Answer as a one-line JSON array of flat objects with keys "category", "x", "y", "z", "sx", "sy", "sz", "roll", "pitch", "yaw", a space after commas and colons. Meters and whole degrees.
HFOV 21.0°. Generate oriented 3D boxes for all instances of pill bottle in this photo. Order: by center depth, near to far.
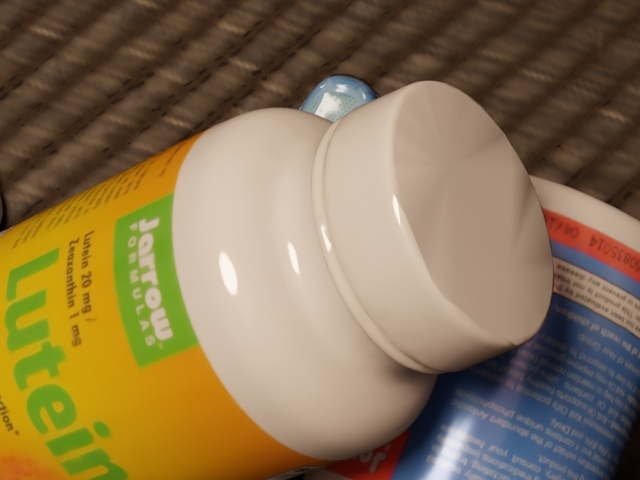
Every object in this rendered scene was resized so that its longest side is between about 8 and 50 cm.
[{"category": "pill bottle", "x": -0.039, "y": 0.030, "z": 0.673, "sx": 0.246, "sy": 0.136, "sz": 0.136, "roll": -23, "pitch": 75, "yaw": 33}, {"category": "pill bottle", "x": 0.064, "y": 0.090, "z": 0.736, "sx": 0.124, "sy": 0.124, "sz": 0.221, "roll": 21, "pitch": 80, "yaw": 8}]

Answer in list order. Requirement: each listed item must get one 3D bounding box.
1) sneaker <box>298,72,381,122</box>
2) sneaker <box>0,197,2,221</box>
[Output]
[{"category": "sneaker", "x": 0.000, "y": 0.000, "z": 0.785, "sx": 0.063, "sy": 0.073, "sz": 0.162, "roll": 11, "pitch": 80, "yaw": 7}, {"category": "sneaker", "x": -0.193, "y": 0.019, "z": 0.773, "sx": 0.107, "sy": 0.118, "sz": 0.279, "roll": -22, "pitch": 78, "yaw": -1}]
